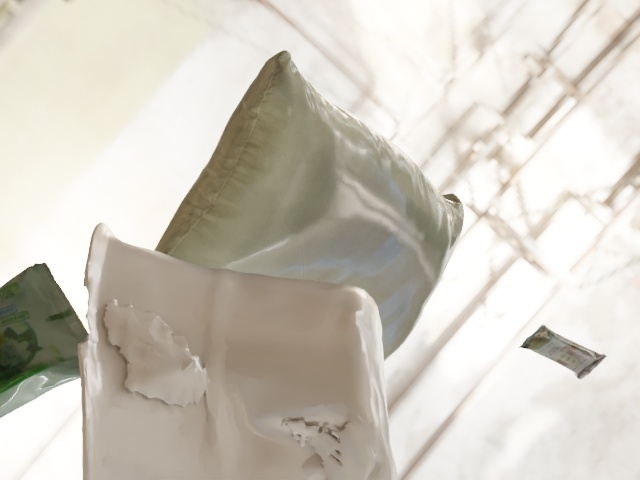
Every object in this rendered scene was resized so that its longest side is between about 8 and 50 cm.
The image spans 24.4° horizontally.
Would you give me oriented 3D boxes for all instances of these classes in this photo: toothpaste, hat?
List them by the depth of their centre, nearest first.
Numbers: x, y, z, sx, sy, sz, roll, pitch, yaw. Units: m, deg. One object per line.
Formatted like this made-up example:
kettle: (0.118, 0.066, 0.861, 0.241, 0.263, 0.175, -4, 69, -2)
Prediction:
hat: (-0.030, 0.085, 0.665, 0.126, 0.203, 0.203, -6, -163, 0)
toothpaste: (-0.251, 0.108, 0.736, 0.297, 0.075, 0.048, -30, 152, -15)

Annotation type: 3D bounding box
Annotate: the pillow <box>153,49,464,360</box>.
pillow: (-0.001, 0.001, 0.848, 0.144, 0.078, 0.254, -52, 149, 3)

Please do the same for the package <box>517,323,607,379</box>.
package: (0.233, 0.107, 1.432, 0.037, 0.110, 0.015, -46, -138, 19)
